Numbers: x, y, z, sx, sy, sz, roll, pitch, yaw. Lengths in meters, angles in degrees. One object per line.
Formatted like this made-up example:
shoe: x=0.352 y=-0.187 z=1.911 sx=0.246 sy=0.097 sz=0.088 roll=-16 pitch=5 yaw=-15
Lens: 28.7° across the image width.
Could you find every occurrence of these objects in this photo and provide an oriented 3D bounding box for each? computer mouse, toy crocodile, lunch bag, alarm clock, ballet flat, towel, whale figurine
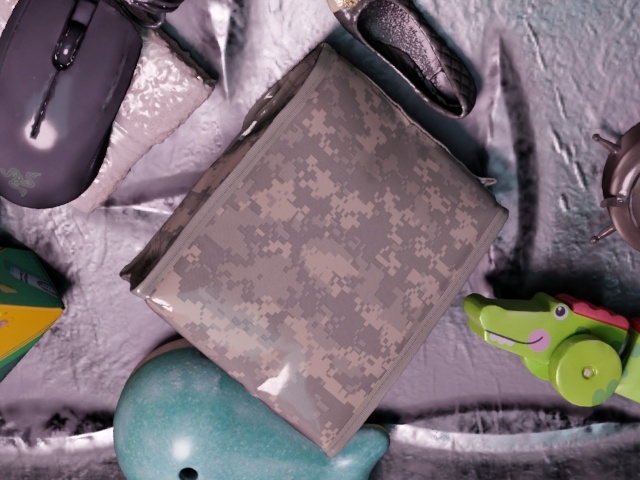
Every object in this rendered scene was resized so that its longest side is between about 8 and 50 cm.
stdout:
computer mouse: x=-0.236 y=-0.140 z=1.080 sx=0.188 sy=0.072 sz=0.272 roll=18 pitch=114 yaw=-5
toy crocodile: x=0.296 y=0.114 z=1.176 sx=0.340 sy=0.115 sz=0.105 roll=21 pitch=95 yaw=-7
lunch bag: x=0.000 y=0.000 z=1.116 sx=0.235 sy=0.169 sz=0.287 roll=41 pitch=85 yaw=-13
alarm clock: x=0.343 y=-0.047 z=1.130 sx=0.192 sy=0.064 sz=0.129 roll=-4 pitch=113 yaw=3
ballet flat: x=0.074 y=-0.174 z=1.101 sx=0.173 sy=0.049 sz=0.057 roll=39 pitch=110 yaw=-12
towel: x=-0.252 y=-0.175 z=1.130 sx=0.187 sy=0.049 sz=0.282 roll=-41 pitch=105 yaw=20
whale figurine: x=-0.072 y=0.206 z=1.230 sx=0.272 sy=0.141 sz=0.216 roll=19 pitch=113 yaw=-4

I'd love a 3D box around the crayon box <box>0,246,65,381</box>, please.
crayon box: x=-0.391 y=0.079 z=1.140 sx=0.165 sy=0.278 sz=0.081 roll=-46 pitch=63 yaw=21
